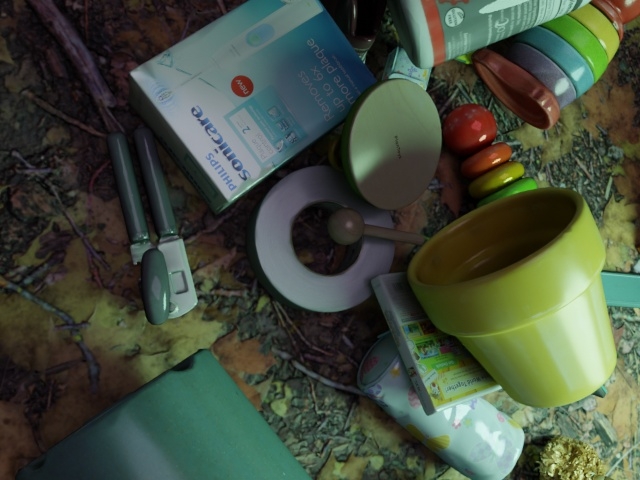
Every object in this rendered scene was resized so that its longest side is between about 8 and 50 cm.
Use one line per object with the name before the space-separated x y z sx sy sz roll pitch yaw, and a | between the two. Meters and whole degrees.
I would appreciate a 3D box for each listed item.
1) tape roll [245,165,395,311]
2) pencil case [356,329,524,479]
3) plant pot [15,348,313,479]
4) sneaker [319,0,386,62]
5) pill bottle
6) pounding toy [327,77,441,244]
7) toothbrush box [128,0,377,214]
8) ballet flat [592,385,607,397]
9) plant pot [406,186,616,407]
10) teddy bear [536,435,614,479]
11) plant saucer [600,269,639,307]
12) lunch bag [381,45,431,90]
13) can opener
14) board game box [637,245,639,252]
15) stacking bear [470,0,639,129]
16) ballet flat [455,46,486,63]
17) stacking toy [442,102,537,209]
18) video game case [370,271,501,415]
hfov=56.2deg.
tape roll | 0.000 0.000 0.912 0.219 0.072 0.219 2 82 -18
pencil case | 0.186 0.253 0.922 0.273 0.113 0.124 39 60 -11
plant pot | -0.150 0.332 0.702 0.341 0.341 0.334 -33 87 -19
sneaker | 0.047 -0.416 0.930 0.107 0.162 0.281 -11 87 -20
pill bottle | 0.278 -0.413 0.875 0.363 0.210 0.210 -21 90 7
pounding toy | 0.073 -0.115 0.877 0.183 0.110 0.236 0 101 -39
toothbrush box | -0.096 -0.212 0.879 0.296 0.126 0.216 -38 96 -18
ballet flat | 0.414 0.203 1.034 0.074 0.074 0.203 -41 103 -18
plant pot | 0.287 0.088 0.839 0.254 0.254 0.239 -37 105 -19
teddy bear | 0.410 0.499 0.969 0.245 0.113 0.337 32 75 -15
plant saucer | 0.551 0.090 1.115 0.192 0.018 0.067 6 82 -19
lunch bag | 0.143 -0.271 1.004 0.071 0.053 0.083 18 86 -14
can opener | -0.233 -0.024 0.833 0.074 0.093 0.280 -13 83 -19
board game box | 0.893 0.030 1.055 0.356 0.356 0.356 -40 97 -18
stacking bear | 0.423 -0.342 0.994 0.289 0.164 0.175 -47 62 9
ballet flat | 0.254 -0.424 1.052 0.077 0.077 0.230 5 84 -1
stacking toy | 0.302 -0.076 1.003 0.141 0.141 0.330 -27 86 -19
video game case | 0.196 0.139 0.910 0.227 0.026 0.206 -3 63 -42
